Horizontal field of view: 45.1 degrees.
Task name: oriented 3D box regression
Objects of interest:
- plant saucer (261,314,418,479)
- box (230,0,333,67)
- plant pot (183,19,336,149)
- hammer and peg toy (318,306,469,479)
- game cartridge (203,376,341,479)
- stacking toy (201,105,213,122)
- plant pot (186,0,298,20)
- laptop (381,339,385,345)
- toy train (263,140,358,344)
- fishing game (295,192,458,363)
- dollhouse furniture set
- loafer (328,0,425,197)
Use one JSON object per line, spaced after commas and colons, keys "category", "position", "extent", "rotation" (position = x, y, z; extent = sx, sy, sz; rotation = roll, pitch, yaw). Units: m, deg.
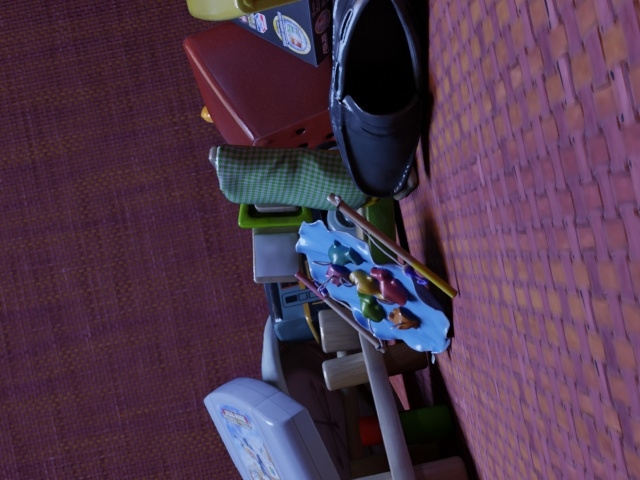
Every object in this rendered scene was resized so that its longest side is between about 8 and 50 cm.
{"category": "plant saucer", "position": [0.018, 0.286, 1.232], "extent": [0.400, 0.101, 0.400], "rotation": [47, -160, -23]}
{"category": "box", "position": [-0.084, -0.436, 1.265], "extent": [0.216, 0.060, 0.270], "rotation": [33, 160, 21]}
{"category": "plant pot", "position": [-0.079, -0.270, 1.493], "extent": [0.267, 0.267, 0.235], "rotation": [79, 167, -66]}
{"category": "hammer and peg toy", "position": [0.090, 0.246, 0.934], "extent": [0.361, 0.127, 0.265], "rotation": [-101, -2, -58]}
{"category": "game cartridge", "position": [-0.070, 0.285, 1.056], "extent": [0.198, 0.062, 0.297], "rotation": [61, 155, -8]}
{"category": "stacking toy", "position": [-0.124, -0.313, 1.769], "extent": [0.165, 0.302, 0.175], "rotation": [79, 178, -47]}
{"category": "plant pot", "position": [-0.074, -0.396, 0.989], "extent": [0.187, 0.212, 0.212], "rotation": [-126, 21, -57]}
{"category": "laptop", "position": [0.111, 0.103, 1.596], "extent": [0.264, 0.137, 0.234], "rotation": [132, 130, -57]}
{"category": "toy train", "position": [0.000, 0.000, 1.162], "extent": [0.142, 0.190, 0.333], "rotation": [73, -175, -62]}
{"category": "fishing game", "position": [0.044, 0.056, 0.753], "extent": [0.189, 0.041, 0.264], "rotation": [41, 160, 2]}
{"category": "dollhouse furniture set", "position": [-0.006, -0.008, 0.852], "extent": [0.301, 0.198, 0.151], "rotation": [101, 167, -86]}
{"category": "loafer", "position": [0.043, -0.113, 0.597], "extent": [0.078, 0.076, 0.223], "rotation": [-91, -3, -45]}
